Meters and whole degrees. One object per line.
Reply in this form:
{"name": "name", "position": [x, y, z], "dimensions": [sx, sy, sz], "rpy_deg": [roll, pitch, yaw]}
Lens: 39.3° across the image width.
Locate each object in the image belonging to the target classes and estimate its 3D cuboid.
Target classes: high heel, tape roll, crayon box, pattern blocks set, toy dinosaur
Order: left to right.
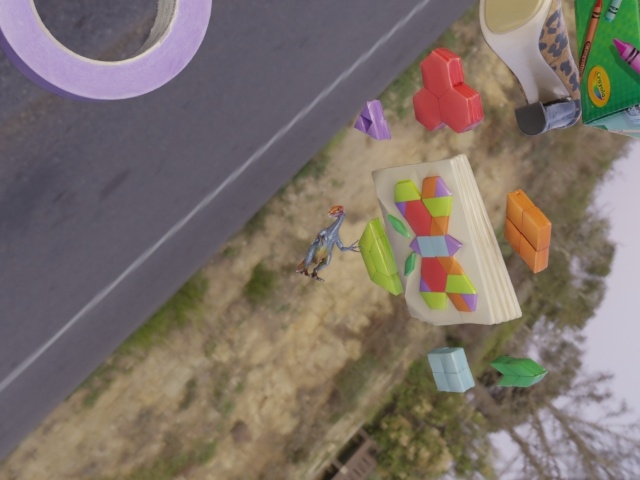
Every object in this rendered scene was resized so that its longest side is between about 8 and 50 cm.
{"name": "tape roll", "position": [-0.197, -0.218, 0.794], "dimensions": [0.189, 0.189, 0.080], "rpy_deg": [-46, -159, -13]}
{"name": "toy dinosaur", "position": [0.000, 0.000, 0.949], "dimensions": [0.090, 0.047, 0.082], "rpy_deg": [15, -95, 53]}
{"name": "pattern blocks set", "position": [0.120, 0.002, 0.904], "dimensions": [0.026, 0.324, 0.285], "rpy_deg": [-21, 175, -30]}
{"name": "high heel", "position": [0.271, -0.264, 1.114], "dimensions": [0.093, 0.261, 0.186], "rpy_deg": [-4, -170, 30]}
{"name": "crayon box", "position": [0.388, -0.185, 0.938], "dimensions": [0.278, 0.165, 0.081], "rpy_deg": [7, 167, -34]}
